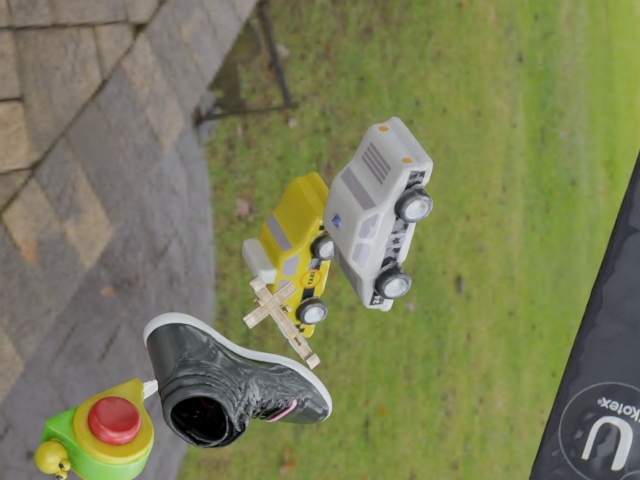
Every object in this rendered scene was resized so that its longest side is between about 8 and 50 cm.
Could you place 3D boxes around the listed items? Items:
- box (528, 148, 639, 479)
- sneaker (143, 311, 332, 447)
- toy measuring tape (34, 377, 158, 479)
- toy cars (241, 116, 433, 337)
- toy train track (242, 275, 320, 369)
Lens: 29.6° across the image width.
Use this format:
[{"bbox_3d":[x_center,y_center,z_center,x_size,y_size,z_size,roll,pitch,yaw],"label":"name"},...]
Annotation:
[{"bbox_3d":[0.214,0.028,0.604,0.165,0.143,0.270,54,55,-68],"label":"box"},{"bbox_3d":[-0.097,0.211,1.527,0.295,0.104,0.147,30,33,-34],"label":"sneaker"},{"bbox_3d":[-0.235,0.247,1.638,0.330,0.121,0.121,-21,107,-42],"label":"toy measuring tape"},{"bbox_3d":[0.000,0.000,1.271,0.087,0.393,0.176,-6,81,-24],"label":"toy cars"},{"bbox_3d":[-0.026,0.063,0.924,0.048,0.014,0.083,-39,102,-18],"label":"toy train track"}]
